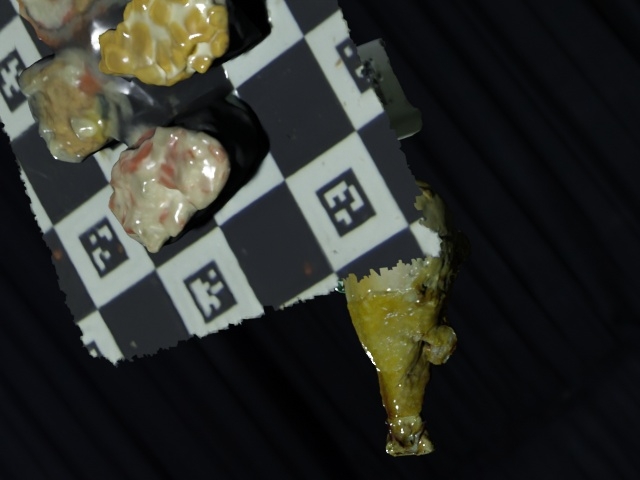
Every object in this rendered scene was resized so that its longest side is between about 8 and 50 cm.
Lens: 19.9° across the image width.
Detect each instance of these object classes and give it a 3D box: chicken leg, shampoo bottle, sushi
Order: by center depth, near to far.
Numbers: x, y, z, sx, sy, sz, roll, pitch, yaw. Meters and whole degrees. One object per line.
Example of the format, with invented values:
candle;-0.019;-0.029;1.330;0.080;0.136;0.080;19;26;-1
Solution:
sushi;-0.074;-0.062;0.691;0.193;0.210;0.040;-21;-179;39
shampoo bottle;-0.028;-0.048;0.817;0.141;0.049;0.034;-19;160;-9
chicken leg;0.057;0.048;1.138;0.093;0.178;0.070;-6;-174;-30

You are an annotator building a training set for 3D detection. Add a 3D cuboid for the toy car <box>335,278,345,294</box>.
toy car;0.000;0.000;1.512;0.035;0.122;0.059;-40;170;-4
